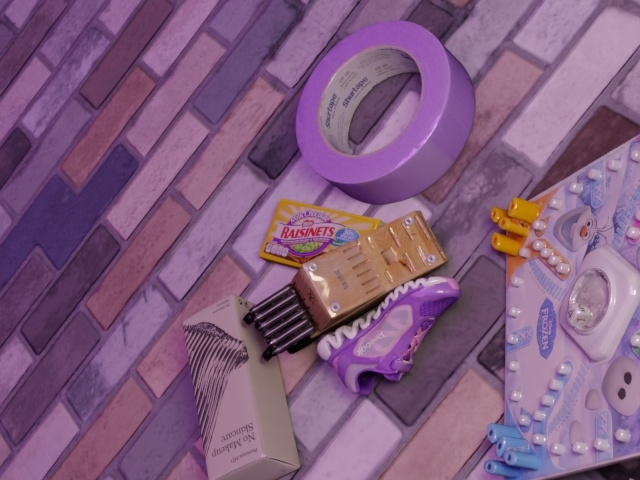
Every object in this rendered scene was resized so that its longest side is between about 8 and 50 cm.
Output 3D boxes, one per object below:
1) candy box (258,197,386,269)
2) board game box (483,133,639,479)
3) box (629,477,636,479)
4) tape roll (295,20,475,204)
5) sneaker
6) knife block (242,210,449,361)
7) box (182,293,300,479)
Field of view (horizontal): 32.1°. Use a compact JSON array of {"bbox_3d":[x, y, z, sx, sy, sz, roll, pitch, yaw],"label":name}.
[{"bbox_3d":[0.000,0.000,1.745,0.205,0.027,0.105,13,76,38],"label":"candy box"},{"bbox_3d":[0.323,0.072,1.334,0.390,0.050,0.390,-37,43,57],"label":"board game box"},{"bbox_3d":[0.363,0.401,1.248,0.233,0.044,0.159,-64,23,-5],"label":"box"},{"bbox_3d":[0.098,-0.198,1.724,0.274,0.090,0.275,-15,61,29],"label":"tape roll"},{"bbox_3d":[0.109,0.139,1.569,0.236,0.095,0.105,-37,59,23],"label":"sneaker"},{"bbox_3d":[0.027,0.078,1.645,0.275,0.242,0.088,-26,80,-18],"label":"knife block"},{"bbox_3d":[-0.123,0.230,1.685,0.113,0.094,0.275,-30,54,22],"label":"box"}]
